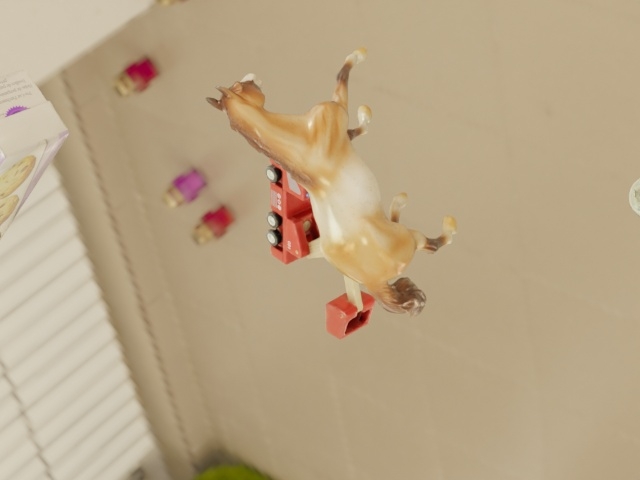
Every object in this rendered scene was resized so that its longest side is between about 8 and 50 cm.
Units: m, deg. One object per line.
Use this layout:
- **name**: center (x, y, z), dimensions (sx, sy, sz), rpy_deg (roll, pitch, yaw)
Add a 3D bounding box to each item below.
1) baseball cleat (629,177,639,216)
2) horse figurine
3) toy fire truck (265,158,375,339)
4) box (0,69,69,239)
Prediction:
- **baseball cleat**: center (0.417, -0.040, 1.513), dimensions (0.205, 0.072, 0.109), rpy_deg (-2, 171, 24)
- **horse figurine**: center (0.028, -0.041, 1.255), dimensions (0.066, 0.174, 0.263), rpy_deg (-19, 103, 35)
- **toy fire truck**: center (0.000, 0.000, 1.684), dimensions (0.135, 0.047, 0.192), rpy_deg (33, 136, 36)
- **box**: center (-0.293, -0.011, 1.192), dimensions (0.063, 0.067, 0.324), rpy_deg (54, 135, 11)
